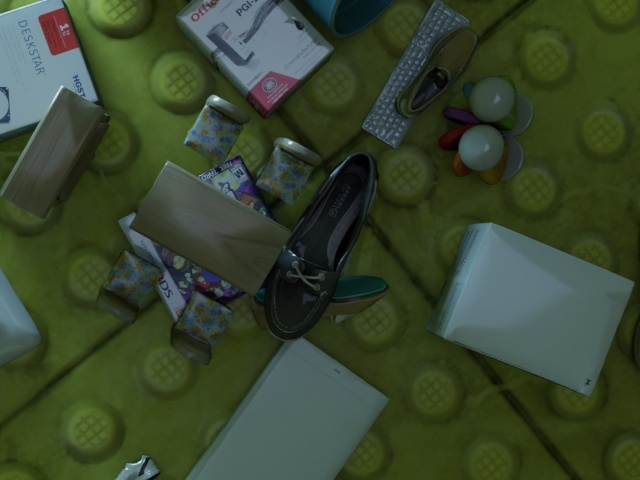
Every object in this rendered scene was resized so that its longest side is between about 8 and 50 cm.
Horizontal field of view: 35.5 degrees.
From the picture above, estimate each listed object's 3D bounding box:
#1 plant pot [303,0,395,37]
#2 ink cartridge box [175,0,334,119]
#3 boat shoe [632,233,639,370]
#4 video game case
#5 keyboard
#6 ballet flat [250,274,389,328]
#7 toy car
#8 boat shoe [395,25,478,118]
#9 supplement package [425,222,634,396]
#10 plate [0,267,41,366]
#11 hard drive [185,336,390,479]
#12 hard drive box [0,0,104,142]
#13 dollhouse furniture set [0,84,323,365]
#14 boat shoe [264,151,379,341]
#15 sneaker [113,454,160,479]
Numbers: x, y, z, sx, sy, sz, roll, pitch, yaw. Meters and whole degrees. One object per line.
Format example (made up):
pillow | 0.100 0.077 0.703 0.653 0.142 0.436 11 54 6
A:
plant pot | 0.019 -0.506 1.579 0.255 0.271 0.271 42 86 10
ink cartridge box | -0.108 -0.334 1.641 0.158 0.092 0.218 -44 92 -4
boat shoe | 0.620 0.069 1.694 0.132 0.130 0.355 3 90 -6
video game case | -0.184 0.003 1.659 0.232 0.042 0.210 -29 94 -5
keyboard | 0.163 -0.284 1.707 0.072 0.014 0.256 30 88 -5
ballet flat | 0.000 0.106 1.673 0.232 0.080 0.073 -5 119 -3
toy car | 0.266 -0.188 1.667 0.136 0.159 0.182 12 89 31
boat shoe | 0.204 -0.280 1.672 0.068 0.072 0.190 37 86 -11
supplement package | 0.343 0.110 1.660 0.262 0.145 0.204 22 88 -6
plate | -0.638 0.115 1.613 0.277 0.045 0.278 -30 93 -5
hard drive | -0.054 0.332 1.674 0.203 0.040 0.307 36 86 -5
hard drive box | -0.490 -0.265 1.604 0.232 0.089 0.181 -21 93 -5
dollhouse furniture set | -0.237 -0.054 1.483 0.394 0.256 0.362 30 91 -11
boat shoe | 0.000 0.000 1.610 0.112 0.095 0.335 25 71 5
sneaker | -0.320 0.394 1.653 0.109 0.040 0.044 -30 77 -8
